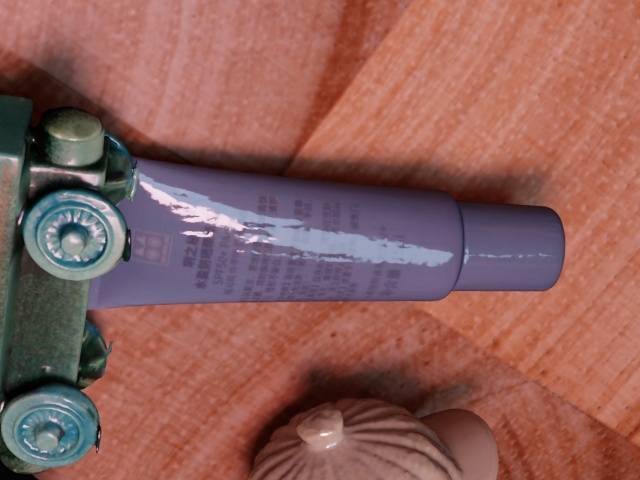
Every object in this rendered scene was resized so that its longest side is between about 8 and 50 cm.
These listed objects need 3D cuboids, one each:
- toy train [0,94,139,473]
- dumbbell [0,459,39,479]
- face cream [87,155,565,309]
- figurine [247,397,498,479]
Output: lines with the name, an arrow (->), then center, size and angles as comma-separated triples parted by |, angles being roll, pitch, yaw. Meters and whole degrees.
toy train -> -0.235, 0.035, 1.156 | 0.194, 0.120, 0.298 | 7, 120, -9
dumbbell -> -0.310, 0.329, 1.219 | 0.203, 0.204, 0.322 | 7, 111, -28
face cream -> 0.000, 0.000, 1.267 | 0.385, 0.086, 0.136 | 2, 120, -17
figurine -> 0.039, 0.290, 1.349 | 0.204, 0.185, 0.332 | -10, 103, -56
